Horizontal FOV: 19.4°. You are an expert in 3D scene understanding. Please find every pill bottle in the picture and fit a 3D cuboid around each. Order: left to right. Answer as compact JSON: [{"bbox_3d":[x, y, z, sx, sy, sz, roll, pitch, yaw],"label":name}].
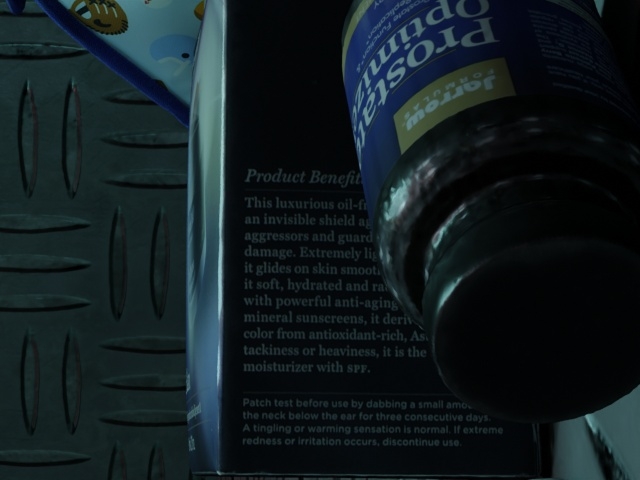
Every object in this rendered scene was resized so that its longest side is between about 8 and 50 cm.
[{"bbox_3d":[0.078,-0.030,0.787,0.219,0.123,0.123,-99,11,-53],"label":"pill bottle"}]

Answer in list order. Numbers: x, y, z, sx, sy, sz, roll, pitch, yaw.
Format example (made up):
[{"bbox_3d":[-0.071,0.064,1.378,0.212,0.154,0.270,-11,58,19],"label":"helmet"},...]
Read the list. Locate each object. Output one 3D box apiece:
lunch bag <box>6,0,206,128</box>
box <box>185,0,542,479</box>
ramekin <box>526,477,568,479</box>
[{"bbox_3d":[-0.164,-0.326,1.650,0.385,0.239,0.328,37,-149,-38],"label":"lunch bag"},{"bbox_3d":[0.013,-0.005,1.112,0.296,0.182,0.294,132,139,-80],"label":"box"},{"bbox_3d":[0.063,0.249,0.886,0.273,0.127,0.273,-179,90,-84],"label":"ramekin"}]
